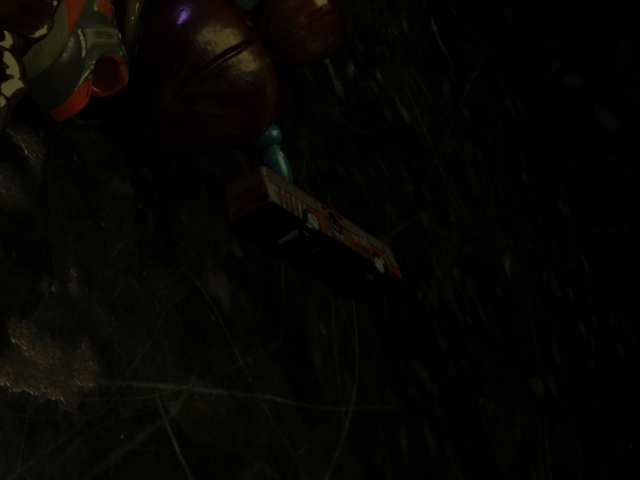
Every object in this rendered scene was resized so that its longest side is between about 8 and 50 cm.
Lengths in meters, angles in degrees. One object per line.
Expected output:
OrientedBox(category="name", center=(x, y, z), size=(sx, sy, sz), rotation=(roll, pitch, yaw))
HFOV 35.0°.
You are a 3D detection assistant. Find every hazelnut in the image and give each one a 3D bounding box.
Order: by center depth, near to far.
OrientedBox(category="hazelnut", center=(-0.169, -0.227, 1.406), size=(0.229, 0.229, 0.230), rotation=(42, 35, -40))

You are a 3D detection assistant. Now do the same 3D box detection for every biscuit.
OrientedBox(category="biscuit", center=(-0.267, -0.363, 1.440), size=(0.038, 0.141, 0.290), rotation=(12, 52, -18))

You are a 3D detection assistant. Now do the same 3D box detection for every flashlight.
OrientedBox(category="flashlight", center=(-0.077, -0.133, 1.702), size=(0.051, 0.051, 0.129), rotation=(-13, 86, -64))

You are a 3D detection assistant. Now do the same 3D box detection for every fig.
OrientedBox(category="fig", center=(-0.057, -0.381, 1.855), size=(0.175, 0.207, 0.175), rotation=(40, -7, 6))

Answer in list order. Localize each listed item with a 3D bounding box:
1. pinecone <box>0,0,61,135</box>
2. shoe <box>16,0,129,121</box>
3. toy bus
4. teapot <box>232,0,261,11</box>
OrientedBox(category="pinecone", center=(-0.403, -0.226, 0.850), size=(0.397, 0.397, 0.398), rotation=(42, 35, -40))
OrientedBox(category="shoe", center=(-0.302, -0.274, 1.314), size=(0.171, 0.132, 0.337), rotation=(54, 30, -35))
OrientedBox(category="toy bus", center=(0.000, 0.000, 1.687), size=(0.408, 0.093, 0.092), rotation=(32, 35, -50))
OrientedBox(category="teapot", center=(-0.133, -0.492, 1.823), size=(0.108, 0.111, 0.149), rotation=(39, 41, -21))
